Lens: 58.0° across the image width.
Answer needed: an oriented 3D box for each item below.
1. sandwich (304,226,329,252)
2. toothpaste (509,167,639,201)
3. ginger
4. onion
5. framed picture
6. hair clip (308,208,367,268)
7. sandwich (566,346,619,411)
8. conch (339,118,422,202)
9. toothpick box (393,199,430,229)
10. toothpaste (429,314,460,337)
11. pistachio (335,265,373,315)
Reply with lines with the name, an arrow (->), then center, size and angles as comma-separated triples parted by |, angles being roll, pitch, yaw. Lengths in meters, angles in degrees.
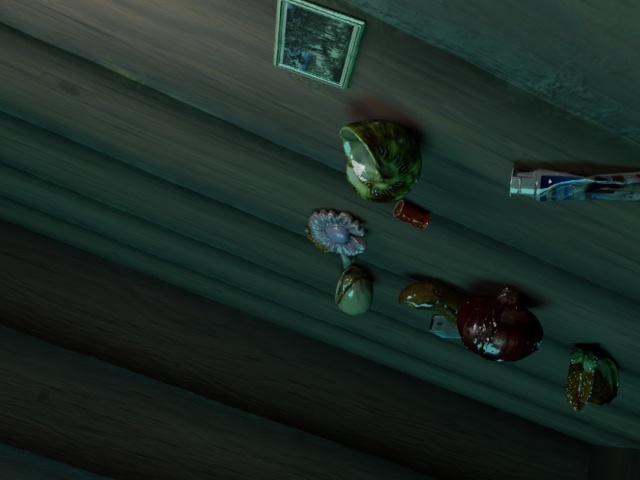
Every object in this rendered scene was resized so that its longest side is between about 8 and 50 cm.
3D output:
sandwich -> 0.002, 0.001, 1.759 | 0.067, 0.029, 0.135 | 12, 161, 33
toothpaste -> 0.485, -0.100, 1.047 | 0.266, 0.061, 0.096 | 4, 155, 21
ginger -> 0.399, 0.205, 1.831 | 0.309, 0.107, 0.133 | 21, 146, -16
onion -> 0.522, 0.238, 1.681 | 0.252, 0.219, 0.252 | 11, -156, -5
framed picture -> -0.009, -0.322, 0.956 | 0.142, 0.011, 0.183 | 19, 160, -1
hair clip -> 0.061, 0.007, 1.664 | 0.173, 0.069, 0.300 | 12, 159, 18
sandwich -> 0.918, 0.480, 1.967 | 0.292, 0.212, 0.109 | 19, 180, -42
conch -> 0.112, -0.162, 1.117 | 0.187, 0.124, 0.181 | 51, 159, -16
toothpick box -> 0.220, -0.060, 1.378 | 0.083, 0.047, 0.047 | 24, 159, -15
toothpaste -> 0.527, 0.309, 2.035 | 0.089, 0.071, 0.313 | 28, 158, -30
pistachio -> 0.112, 0.176, 1.957 | 0.144, 0.143, 0.215 | 12, 149, 19
